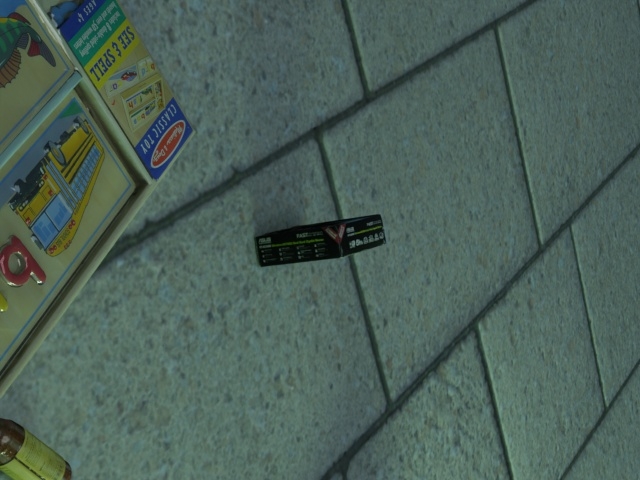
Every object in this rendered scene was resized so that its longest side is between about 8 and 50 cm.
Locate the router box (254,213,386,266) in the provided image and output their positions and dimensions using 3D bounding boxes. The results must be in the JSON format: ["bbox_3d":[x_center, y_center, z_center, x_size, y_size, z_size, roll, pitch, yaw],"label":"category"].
[{"bbox_3d":[0.000,0.000,1.256,0.092,0.122,0.038,-14,96,-53],"label":"router box"}]

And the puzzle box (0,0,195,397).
[{"bbox_3d":[-0.272,-0.073,0.921,0.272,0.052,0.409,61,39,-33],"label":"puzzle box"}]

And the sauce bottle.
[{"bbox_3d":[-0.270,0.179,0.949,0.128,0.042,0.042,55,48,-39],"label":"sauce bottle"}]
